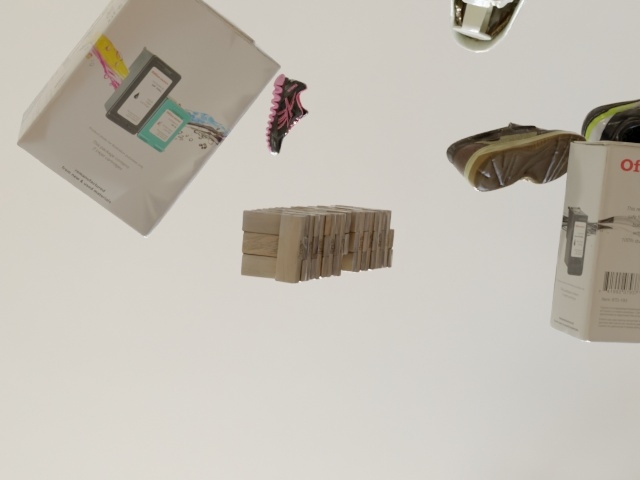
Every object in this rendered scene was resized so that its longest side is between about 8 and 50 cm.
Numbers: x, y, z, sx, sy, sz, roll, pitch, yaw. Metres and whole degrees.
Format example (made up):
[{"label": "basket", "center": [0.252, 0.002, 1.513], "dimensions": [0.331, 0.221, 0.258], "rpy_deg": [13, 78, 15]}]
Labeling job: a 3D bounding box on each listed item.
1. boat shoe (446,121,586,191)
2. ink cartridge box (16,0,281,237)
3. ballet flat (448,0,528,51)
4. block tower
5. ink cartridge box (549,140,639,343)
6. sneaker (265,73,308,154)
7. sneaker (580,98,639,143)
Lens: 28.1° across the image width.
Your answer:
[{"label": "boat shoe", "center": [0.170, -0.079, 1.100], "dimensions": [0.152, 0.049, 0.056], "rpy_deg": [-9, -48, -44]}, {"label": "ink cartridge box", "center": [-0.217, -0.186, 1.599], "dimensions": [0.270, 0.197, 0.198], "rpy_deg": [-51, 18, 5]}, {"label": "ballet flat", "center": [0.206, -0.321, 1.535], "dimensions": [0.400, 0.139, 0.139], "rpy_deg": [60, -144, -80]}, {"label": "block tower", "center": [0.000, 0.000, 1.783], "dimensions": [0.335, 0.097, 0.090], "rpy_deg": [-6, -79, -67]}, {"label": "ink cartridge box", "center": [0.244, 0.001, 0.979], "dimensions": [0.063, 0.109, 0.150], "rpy_deg": [-156, 71, -72]}, {"label": "sneaker", "center": [-0.047, -0.181, 1.868], "dimensions": [0.047, 0.057, 0.119], "rpy_deg": [-74, -5, -80]}, {"label": "sneaker", "center": [0.475, -0.154, 1.774], "dimensions": [0.097, 0.235, 0.084], "rpy_deg": [-124, 19, -51]}]
